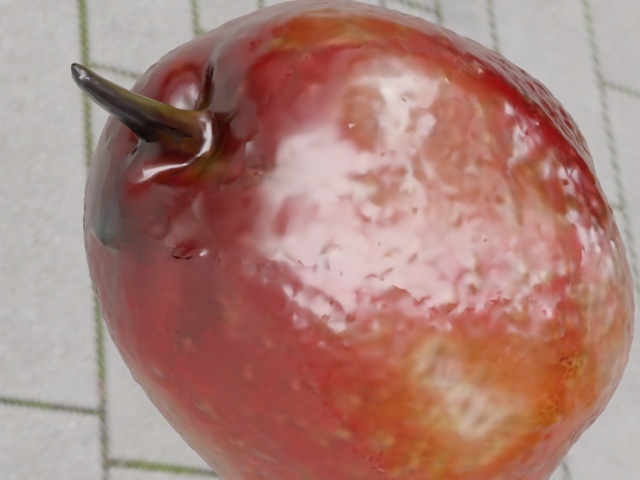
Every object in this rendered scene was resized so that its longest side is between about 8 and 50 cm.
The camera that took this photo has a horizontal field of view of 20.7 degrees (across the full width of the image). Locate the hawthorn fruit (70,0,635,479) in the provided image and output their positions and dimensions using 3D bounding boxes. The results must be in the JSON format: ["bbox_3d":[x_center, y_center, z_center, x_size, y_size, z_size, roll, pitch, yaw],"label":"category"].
[{"bbox_3d":[0.000,0.000,0.943,0.369,0.285,0.285,39,45,-41],"label":"hawthorn fruit"}]
